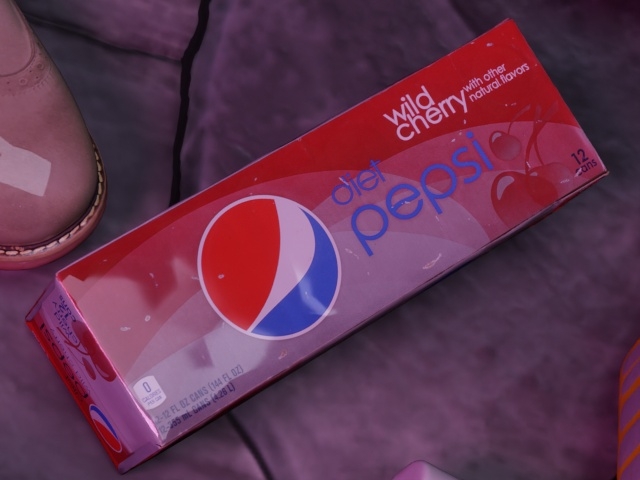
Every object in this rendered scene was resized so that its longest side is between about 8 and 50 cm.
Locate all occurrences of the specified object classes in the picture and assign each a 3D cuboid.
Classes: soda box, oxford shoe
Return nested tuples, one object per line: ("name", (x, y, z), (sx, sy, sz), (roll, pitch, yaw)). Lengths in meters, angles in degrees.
("soda box", (0.000, 0.000, 0.831), (0.263, 0.083, 0.092), (-30, 86, -24))
("oxford shoe", (-0.219, -0.133, 0.772), (0.348, 0.130, 0.123), (47, 66, 0))

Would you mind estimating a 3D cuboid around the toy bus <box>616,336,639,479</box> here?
("toy bus", (0.203, 0.085, 0.790), (0.108, 0.130, 0.333), (32, 24, -4))

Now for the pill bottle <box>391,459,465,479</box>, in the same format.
("pill bottle", (0.114, 0.187, 0.793), (0.215, 0.117, 0.117), (31, 67, -7))
